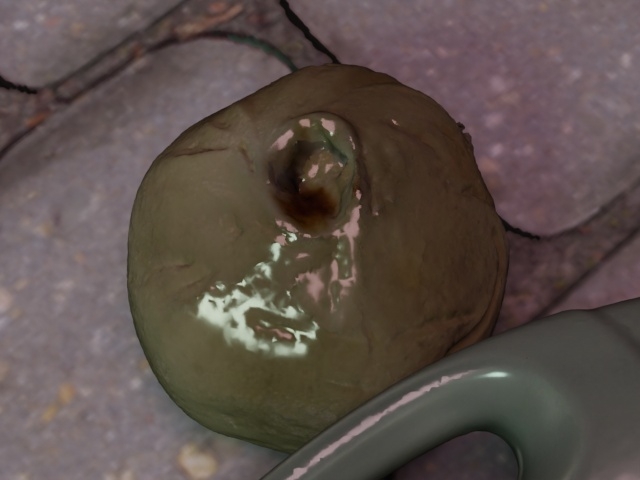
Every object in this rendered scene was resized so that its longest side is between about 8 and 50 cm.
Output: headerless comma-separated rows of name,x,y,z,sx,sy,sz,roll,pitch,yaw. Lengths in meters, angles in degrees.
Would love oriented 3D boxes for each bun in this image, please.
bun,0.000,0.000,0.829,0.167,0.113,0.173,5,67,2

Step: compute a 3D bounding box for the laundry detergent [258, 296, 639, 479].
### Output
laundry detergent,0.013,0.198,0.732,0.398,0.124,0.264,-21,76,-7
